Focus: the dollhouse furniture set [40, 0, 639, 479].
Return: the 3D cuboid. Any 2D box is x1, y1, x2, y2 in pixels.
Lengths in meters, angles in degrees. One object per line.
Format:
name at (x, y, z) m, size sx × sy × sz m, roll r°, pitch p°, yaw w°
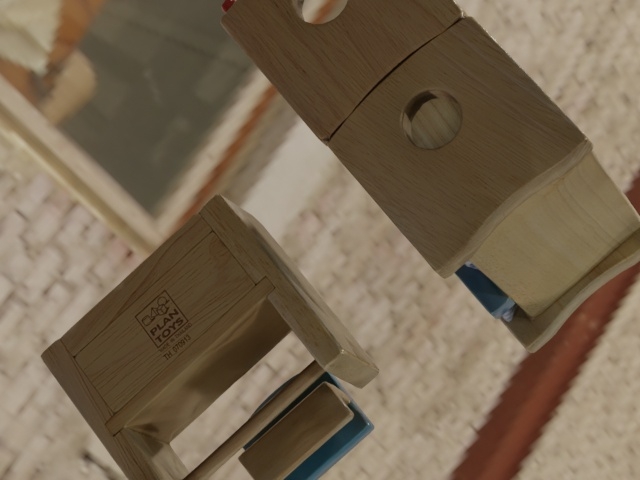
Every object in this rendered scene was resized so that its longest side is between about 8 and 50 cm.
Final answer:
dollhouse furniture set at (0.000, 0.000, 0.709) m, size 0.183 × 0.129 × 0.129 m, roll -42°, pitch -115°, yaw 5°
